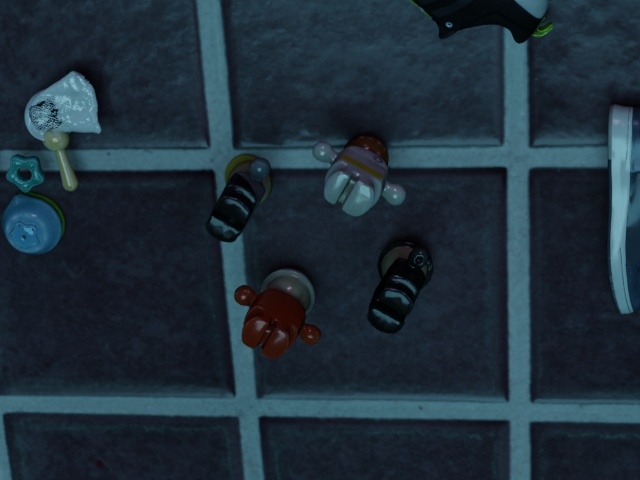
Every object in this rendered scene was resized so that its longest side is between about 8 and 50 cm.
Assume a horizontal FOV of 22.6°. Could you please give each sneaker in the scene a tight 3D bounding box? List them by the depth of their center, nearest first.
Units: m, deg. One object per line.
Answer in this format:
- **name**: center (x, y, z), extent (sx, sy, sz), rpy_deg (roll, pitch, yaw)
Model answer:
- **sneaker**: center (0.112, -0.240, 1.548), extent (0.235, 0.084, 0.097), rpy_deg (12, 118, 2)
- **sneaker**: center (0.370, -0.025, 1.617), extent (0.163, 0.086, 0.226), rpy_deg (2, 115, 10)

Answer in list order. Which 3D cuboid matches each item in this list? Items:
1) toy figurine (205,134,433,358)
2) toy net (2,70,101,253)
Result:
- **toy figurine**: center (0.000, 0.000, 1.655), extent (0.213, 0.148, 0.209), rpy_deg (-15, 107, 17)
- **toy net**: center (-0.306, -0.090, 1.703), extent (0.122, 0.045, 0.232), rpy_deg (26, 115, -3)
